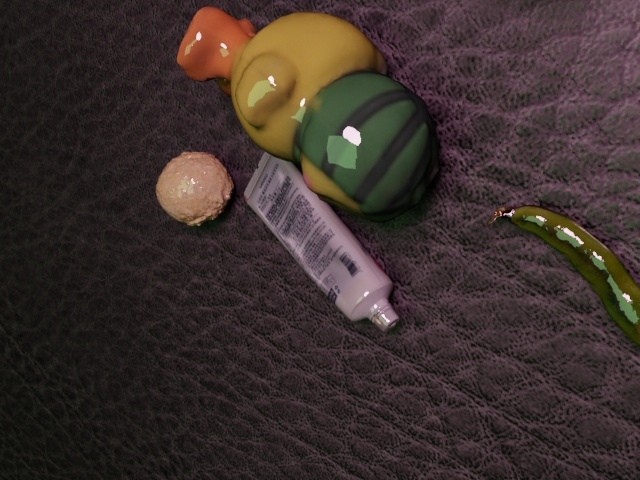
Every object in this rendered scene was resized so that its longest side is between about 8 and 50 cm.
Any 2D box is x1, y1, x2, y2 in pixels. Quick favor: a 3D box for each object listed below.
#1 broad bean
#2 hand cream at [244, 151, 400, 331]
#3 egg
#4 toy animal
[{"bbox_3d":[0.294,0.026,0.707,0.227,0.039,0.069,44,118,22],"label":"broad bean"},{"bbox_3d":[0.000,0.000,0.926,0.341,0.078,0.124,51,128,26],"label":"hand cream"},{"bbox_3d":[-0.208,-0.086,1.031,0.140,0.118,0.116,-6,141,30],"label":"egg"},{"bbox_3d":[0.006,-0.171,0.784,0.338,0.216,0.191,43,98,18],"label":"toy animal"}]
